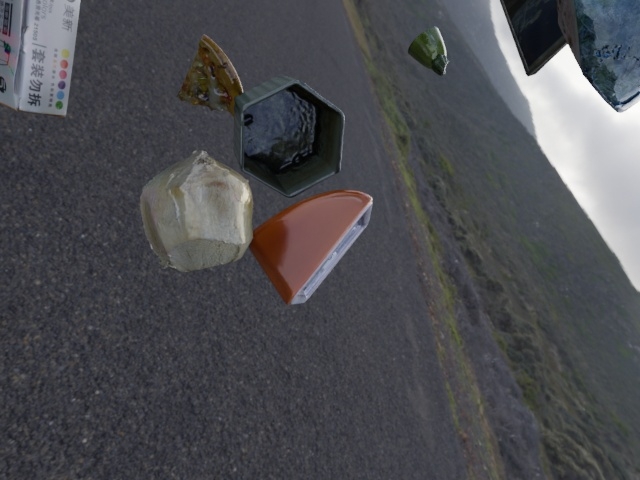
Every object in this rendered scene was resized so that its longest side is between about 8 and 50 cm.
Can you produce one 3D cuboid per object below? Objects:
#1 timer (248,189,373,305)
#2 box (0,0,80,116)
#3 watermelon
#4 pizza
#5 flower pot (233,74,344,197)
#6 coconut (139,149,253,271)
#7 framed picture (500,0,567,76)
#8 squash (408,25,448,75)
[{"bbox_3d":[0.000,0.000,0.903,0.161,0.249,0.257,54,-1,9],"label":"timer"},{"bbox_3d":[-0.524,-0.344,0.697,0.273,0.221,0.091,26,19,20],"label":"box"},{"bbox_3d":[0.545,-0.357,0.737,0.321,0.175,0.188,22,51,-34],"label":"watermelon"},{"bbox_3d":[-0.266,-0.362,0.969,0.036,0.175,0.185,-69,151,-53],"label":"pizza"},{"bbox_3d":[-0.077,-0.230,0.921,0.239,0.209,0.190,28,12,-25],"label":"flower pot"},{"bbox_3d":[-0.198,-0.052,0.705,0.194,0.194,0.195,48,24,-29],"label":"coconut"},{"bbox_3d":[0.559,-0.591,1.108,0.189,0.023,0.260,131,-56,-79],"label":"framed picture"},{"bbox_3d":[0.330,-0.526,1.226,0.132,0.105,0.105,60,20,13],"label":"squash"}]
